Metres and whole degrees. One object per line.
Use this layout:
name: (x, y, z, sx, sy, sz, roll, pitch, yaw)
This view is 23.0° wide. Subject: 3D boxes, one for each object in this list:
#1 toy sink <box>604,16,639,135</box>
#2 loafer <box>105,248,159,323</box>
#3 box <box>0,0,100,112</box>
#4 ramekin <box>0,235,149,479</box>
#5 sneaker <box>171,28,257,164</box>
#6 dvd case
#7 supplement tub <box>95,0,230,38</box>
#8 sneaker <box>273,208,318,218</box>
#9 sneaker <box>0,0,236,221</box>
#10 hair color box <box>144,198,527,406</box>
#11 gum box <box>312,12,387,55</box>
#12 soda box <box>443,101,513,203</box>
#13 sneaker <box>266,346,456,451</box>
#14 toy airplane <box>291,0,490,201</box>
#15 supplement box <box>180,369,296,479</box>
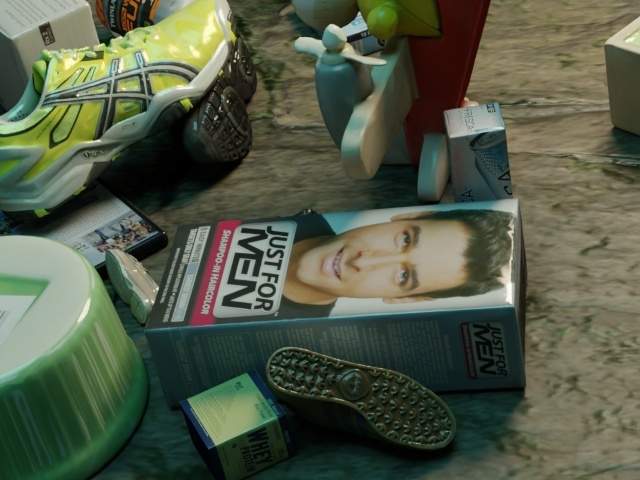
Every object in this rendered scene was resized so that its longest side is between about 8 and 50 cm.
toy sink: (0.471, -0.188, 1.826, 0.153, 0.131, 0.234, -35, 42, -27)
loafer: (-0.208, 0.051, 1.795, 0.039, 0.045, 0.125, -11, 39, -27)
box: (-0.376, -0.249, 2.129, 0.119, 0.181, 0.182, -28, 39, -20)
ramekin: (-0.342, 0.128, 1.633, 0.303, 0.148, 0.303, -8, 36, 6)
sneaker: (-0.158, -0.174, 2.046, 0.130, 0.109, 0.286, -16, 28, 12)
dvd case: (-0.322, -0.013, 1.929, 0.180, 0.022, 0.253, -29, 38, -22)
supplement tub: (-0.227, -0.323, 2.238, 0.190, 0.117, 0.117, 23, 49, 40)
sneaker: (0.000, 0.000, 1.773, 0.170, 0.063, 0.075, 1, 44, 26)
sneaker: (-0.263, -0.190, 1.929, 0.385, 0.147, 0.145, -42, 26, -18)
hair color box: (0.024, 0.064, 1.638, 0.374, 0.113, 0.185, -4, 36, 11)
gum box: (0.065, -0.329, 2.220, 0.157, 0.041, 0.184, -21, 37, -11)
soda box: (0.174, -0.054, 1.691, 0.063, 0.183, 0.058, -9, 36, 3)
sneaker: (0.036, 0.158, 1.543, 0.192, 0.086, 0.064, 20, 73, 1)
toy airplane: (0.094, -0.240, 1.814, 0.272, 0.384, 0.386, 18, -2, 5)
supplement box: (-0.081, 0.185, 1.553, 0.083, 0.056, 0.083, -23, 37, -14)
